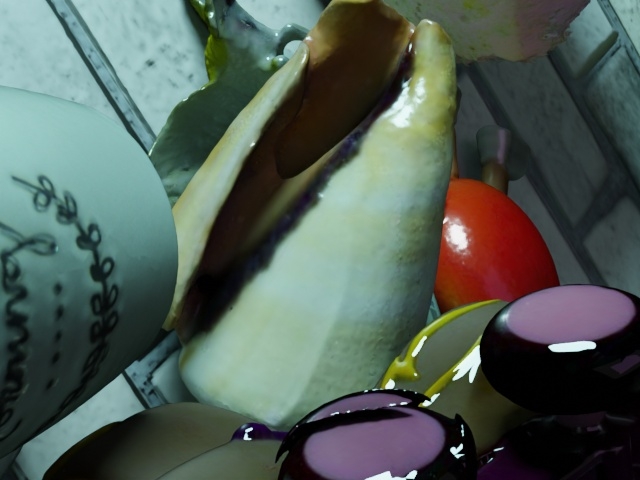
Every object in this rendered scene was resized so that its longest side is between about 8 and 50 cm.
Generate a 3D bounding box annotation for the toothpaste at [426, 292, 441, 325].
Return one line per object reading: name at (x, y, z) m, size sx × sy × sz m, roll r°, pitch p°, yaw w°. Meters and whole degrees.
toothpaste at (0.041, 0.006, 0.937) m, size 0.048 × 0.029 × 0.197 m, roll -4°, pitch 51°, yaw -16°

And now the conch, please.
conch at (-0.001, 0.002, 0.857) m, size 0.158 × 0.127 × 0.255 m, roll 26°, pitch 87°, yaw -2°

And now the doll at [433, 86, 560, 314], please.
doll at (0.106, 0.008, 1.016) m, size 0.183 × 0.085 × 0.217 m, roll 32°, pitch 41°, yaw -49°

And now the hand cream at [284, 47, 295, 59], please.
hand cream at (0.005, -0.090, 0.994) m, size 0.102 × 0.022 × 0.035 m, roll 27°, pitch 65°, yaw -31°

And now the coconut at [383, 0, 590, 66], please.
coconut at (0.113, -0.253, 1.033) m, size 0.233 × 0.233 × 0.245 m, roll 46°, pitch 55°, yaw -23°

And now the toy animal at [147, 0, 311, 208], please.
toy animal at (-0.032, -0.087, 0.902) m, size 0.155 × 0.095 × 0.219 m, roll 30°, pitch 56°, yaw -29°

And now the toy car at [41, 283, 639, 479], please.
toy car at (0.027, 0.157, 0.723) m, size 0.340 × 0.240 × 0.271 m, roll -26°, pitch 118°, yaw -35°

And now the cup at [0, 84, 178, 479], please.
cup at (-0.185, 0.055, 0.659) m, size 0.234 × 0.186 × 0.258 m, roll -13°, pitch 114°, yaw -55°
